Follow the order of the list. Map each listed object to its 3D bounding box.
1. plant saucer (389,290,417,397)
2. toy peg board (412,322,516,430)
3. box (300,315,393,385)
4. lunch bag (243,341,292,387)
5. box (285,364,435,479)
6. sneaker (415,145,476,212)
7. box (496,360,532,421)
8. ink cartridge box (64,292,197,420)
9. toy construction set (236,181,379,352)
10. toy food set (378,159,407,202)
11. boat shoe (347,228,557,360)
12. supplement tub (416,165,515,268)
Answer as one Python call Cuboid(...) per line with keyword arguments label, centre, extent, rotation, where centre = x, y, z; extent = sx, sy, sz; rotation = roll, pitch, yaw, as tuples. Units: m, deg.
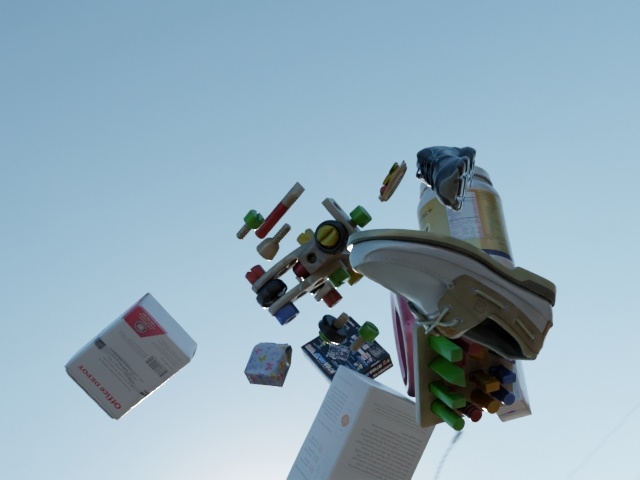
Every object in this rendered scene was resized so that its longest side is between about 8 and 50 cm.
Cuboid(label="plant saucer", centre=(0.206, 0.200, 1.863), extent=(0.084, 0.332, 0.332), rotation=(-7, -41, -1))
Cuboid(label="toy peg board", centre=(0.224, 0.192, 1.265), extent=(0.160, 0.079, 0.161), rotation=(-10, -72, -20))
Cuboid(label="box", centre=(0.072, 0.321, 2.433), extent=(0.175, 0.220, 0.051), rotation=(-31, -52, -14))
Cuboid(label="lunch bag", centre=(-0.095, 0.230, 1.649), extent=(0.071, 0.083, 0.053), rotation=(1, -40, 21))
Cuboid(label="box", centre=(0.066, 0.461, 1.792), extent=(0.168, 0.215, 0.345), rotation=(27, -93, -16))
Cuboid(label="sneaker", centre=(0.219, -0.116, 1.581), extent=(0.267, 0.106, 0.101), rotation=(-43, -39, -72))
Cuboid(label="box", centre=(0.372, 0.217, 1.809), extent=(0.067, 0.324, 0.063), rotation=(-22, -49, 20))
Cuboid(label="ink cartridge box", centre=(-0.384, 0.237, 1.783), extent=(0.218, 0.092, 0.158), rotation=(-39, -80, 12))
Cuboid(label="toy construction set", centre=(0.000, 0.000, 1.586), extent=(0.257, 0.309, 0.237), rotation=(19, -61, -46))
Cuboid(label="toy food set", centre=(0.123, -0.102, 1.503), extent=(0.083, 0.020, 0.083), rotation=(-59, -9, 8))
Cuboid(label="boat shoe", centre=(0.167, 0.069, 1.080), extent=(0.302, 0.103, 0.113), rotation=(18, -20, -22))
Cuboid(label="supplement tub", centre=(0.370, -0.015, 2.263), extent=(0.228, 0.316, 0.228), rotation=(-3, -31, -2))
